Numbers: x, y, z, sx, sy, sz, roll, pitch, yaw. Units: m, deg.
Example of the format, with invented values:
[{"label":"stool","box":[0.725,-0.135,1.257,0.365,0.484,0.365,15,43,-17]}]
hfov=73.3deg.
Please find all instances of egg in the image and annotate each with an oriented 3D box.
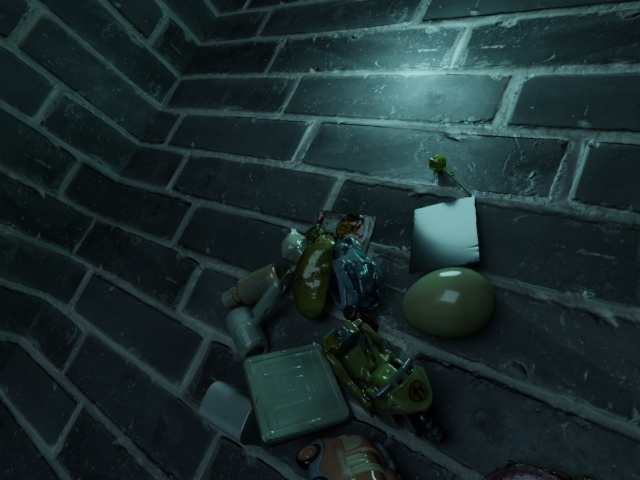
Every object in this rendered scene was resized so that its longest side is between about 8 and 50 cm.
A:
[{"label":"egg","box":[0.341,0.170,1.165,0.253,0.188,0.189,-14,59,29]}]

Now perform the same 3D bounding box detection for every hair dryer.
[{"label":"hair dryer","box":[-0.188,0.231,1.456,0.357,0.107,0.173,-54,50,22]}]

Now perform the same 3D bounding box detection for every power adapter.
[{"label":"power adapter","box":[-0.265,0.529,1.347,0.255,0.187,0.124,11,71,35]}]

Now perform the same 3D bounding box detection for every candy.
[{"label":"candy","box":[0.428,-0.213,1.416,0.058,0.062,0.194,-41,61,9]}]

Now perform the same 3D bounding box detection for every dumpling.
[{"label":"dumpling","box":[-0.096,0.042,1.554,0.127,0.108,0.188,-65,36,31]}]

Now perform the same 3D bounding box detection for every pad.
[{"label":"pad","box":[0.372,-0.022,1.300,0.202,0.005,0.300,-13,37,25]}]

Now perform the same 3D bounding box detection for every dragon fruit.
[{"label":"dragon fruit","box":[0.462,0.587,0.911,0.282,0.147,0.211,-33,43,8]}]

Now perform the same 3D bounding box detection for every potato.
[{"label":"potato","box":[-0.037,0.121,1.416,0.160,0.111,0.272,175,105,-76]}]

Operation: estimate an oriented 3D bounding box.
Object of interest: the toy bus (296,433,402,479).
[{"label":"toy bus","box":[0.079,0.601,1.055,0.232,0.194,0.288,-26,9,-2]}]

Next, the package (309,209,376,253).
[{"label":"package","box":[0.074,-0.027,1.538,0.239,0.030,0.154,8,72,34]}]

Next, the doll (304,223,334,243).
[{"label":"doll","box":[-0.001,-0.002,1.532,0.078,0.076,0.113,-40,90,6]}]

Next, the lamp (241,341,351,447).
[{"label":"lamp","box":[-0.075,0.440,1.265,0.269,0.047,0.267,-7,47,-24]}]

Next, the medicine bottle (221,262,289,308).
[{"label":"medicine bottle","box":[-0.244,0.176,1.571,0.252,0.114,0.114,-25,55,18]}]

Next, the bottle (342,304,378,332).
[{"label":"bottle","box":[0.120,0.236,1.281,0.060,0.164,0.060,-14,58,24]}]

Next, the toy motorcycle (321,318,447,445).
[{"label":"toy motorcycle","box":[0.155,0.370,1.150,0.168,0.237,0.410,-38,45,-27]}]

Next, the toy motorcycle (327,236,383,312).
[{"label":"toy motorcycle","box":[0.096,0.120,1.383,0.206,0.154,0.260,-62,36,17]}]
